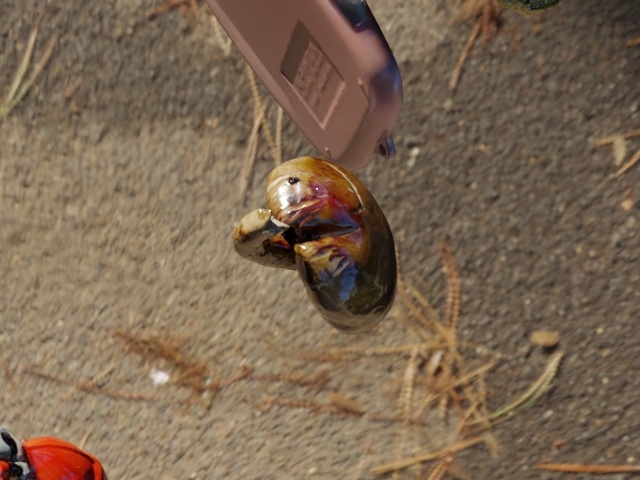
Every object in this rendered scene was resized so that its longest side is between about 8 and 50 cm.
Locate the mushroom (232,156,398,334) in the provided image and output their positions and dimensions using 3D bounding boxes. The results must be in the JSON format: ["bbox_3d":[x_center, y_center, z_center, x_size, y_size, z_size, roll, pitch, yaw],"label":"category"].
[{"bbox_3d":[0.001,-0.001,0.966,0.171,0.080,0.135,13,46,-59],"label":"mushroom"}]

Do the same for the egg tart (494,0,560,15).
[{"bbox_3d":[0.165,-0.251,1.130,0.130,0.052,0.130,15,58,-25],"label":"egg tart"}]

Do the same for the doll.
[{"bbox_3d":[-0.200,0.168,0.987,0.057,0.169,0.109,-44,45,-1],"label":"doll"}]

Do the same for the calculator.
[{"bbox_3d":[-0.034,-0.200,1.124,0.048,0.220,0.329,-29,77,-22],"label":"calculator"}]
